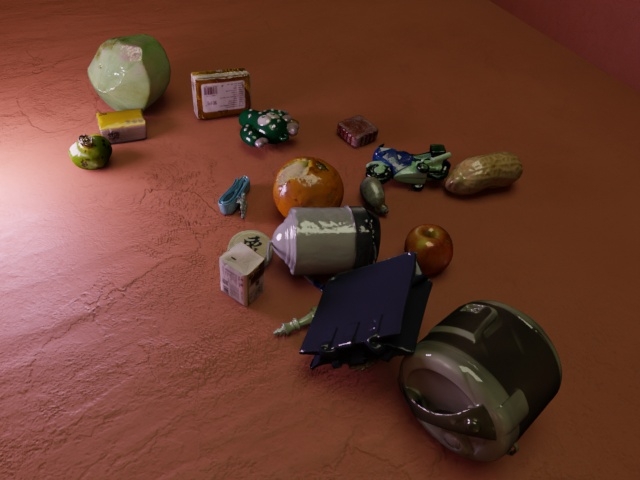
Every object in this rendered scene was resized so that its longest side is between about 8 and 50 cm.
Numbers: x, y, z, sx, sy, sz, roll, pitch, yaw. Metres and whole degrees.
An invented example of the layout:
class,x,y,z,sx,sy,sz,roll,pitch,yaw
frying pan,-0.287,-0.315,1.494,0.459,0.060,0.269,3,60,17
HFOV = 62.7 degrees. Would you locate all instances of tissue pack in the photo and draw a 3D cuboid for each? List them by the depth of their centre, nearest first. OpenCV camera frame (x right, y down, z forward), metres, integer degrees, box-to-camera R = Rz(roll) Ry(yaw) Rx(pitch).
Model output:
class,x,y,z,sx,sy,sz,roll,pitch,yaw
tissue pack,-0.226,0.098,1.528,0.106,0.148,0.099,31,51,19
tissue pack,-0.753,-0.436,1.991,0.169,0.082,0.120,-12,49,-19
tissue pack,-0.397,-0.589,2.116,0.226,0.183,0.092,-14,47,-21

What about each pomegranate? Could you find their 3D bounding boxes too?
class,x,y,z,sx,sy,sz,roll,pitch,yaw
pomegranate,-0.798,-0.308,1.832,0.143,0.122,0.169,-28,17,-24

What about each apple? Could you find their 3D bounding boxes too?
class,x,y,z,sx,sy,sz,roll,pitch,yaw
apple,0.347,0.031,1.691,0.164,0.139,0.163,-2,37,1

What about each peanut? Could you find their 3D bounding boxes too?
class,x,y,z,sx,sy,sz,roll,pitch,yaw
peanut,0.617,-0.254,1.990,0.325,0.153,0.140,-16,86,-12

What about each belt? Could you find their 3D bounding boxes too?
class,x,y,z,sx,sy,sz,roll,pitch,yaw
belt,-0.279,-0.157,1.819,0.100,0.065,0.179,10,47,14

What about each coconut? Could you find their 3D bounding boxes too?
class,x,y,z,sx,sy,sz,roll,pitch,yaw
coconut,-0.747,-0.647,2.047,0.329,0.281,0.328,-16,32,10

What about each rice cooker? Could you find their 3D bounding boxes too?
class,x,y,z,sx,sy,sz,roll,pitch,yaw
rice cooker,0.374,0.338,1.286,0.325,0.335,0.335,-31,59,-30

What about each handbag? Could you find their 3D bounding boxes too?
class,x,y,z,sx,sy,sz,roll,pitch,yaw
handbag,0.125,0.198,1.382,0.304,0.121,0.329,-19,27,32

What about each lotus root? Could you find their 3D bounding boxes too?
class,x,y,z,sx,sy,sz,roll,pitch,yaw
lotus root,0.190,-0.161,1.875,0.088,0.088,0.165,-11,63,-18

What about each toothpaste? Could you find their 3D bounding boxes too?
class,x,y,z,sx,sy,sz,roll,pitch,yaw
toothpaste,-0.017,0.129,1.624,0.083,0.015,0.024,37,61,17

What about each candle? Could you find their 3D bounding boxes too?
class,x,y,z,sx,sy,sz,roll,pitch,yaw
candle,0.000,0.000,1.600,0.343,0.221,0.221,1,47,-11

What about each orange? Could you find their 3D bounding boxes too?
class,x,y,z,sx,sy,sz,roll,pitch,yaw
orange,-0.039,-0.162,1.749,0.240,0.240,0.239,4,47,-5

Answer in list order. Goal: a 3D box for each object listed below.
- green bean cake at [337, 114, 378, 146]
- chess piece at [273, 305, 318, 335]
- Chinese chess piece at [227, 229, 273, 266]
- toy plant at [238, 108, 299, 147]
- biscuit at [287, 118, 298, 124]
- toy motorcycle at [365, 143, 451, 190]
class,x,y,z,sx,sy,sz,roll,pitch,yaw
green bean cake,0.152,-0.448,2.155,0.136,0.056,0.135,-27,55,-29
chess piece,-0.065,0.236,1.493,0.149,0.059,0.059,-18,52,-17
Chinese chess piece,-0.220,0.031,1.653,0.144,0.058,0.144,4,48,-4
toy plant,-0.209,-0.445,2.061,0.233,0.112,0.243,-16,46,-16
biscuit,-0.143,-0.485,2.171,0.083,0.018,0.081,26,50,15
toy motorcycle,0.325,-0.289,1.995,0.332,0.125,0.196,-5,49,-7
